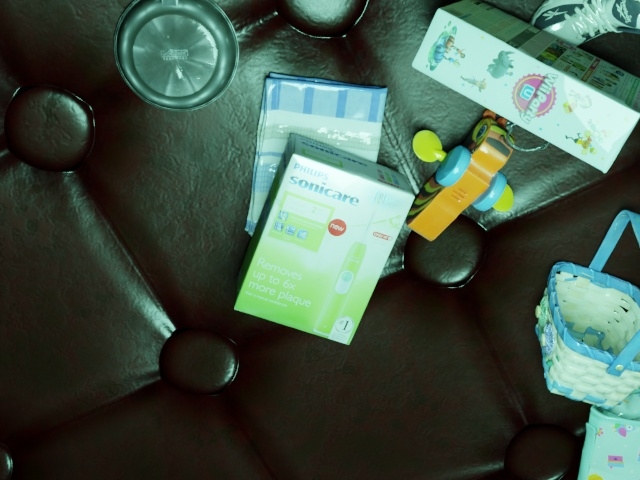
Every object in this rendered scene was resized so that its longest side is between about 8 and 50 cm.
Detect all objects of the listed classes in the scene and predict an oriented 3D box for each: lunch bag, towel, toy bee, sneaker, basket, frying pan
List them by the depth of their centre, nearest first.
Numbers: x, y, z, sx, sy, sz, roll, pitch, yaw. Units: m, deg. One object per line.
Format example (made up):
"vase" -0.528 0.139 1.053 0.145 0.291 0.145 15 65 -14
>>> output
"sneaker" 0.425 -0.343 1.278 0.234 0.153 0.094 -27 111 9
"frying pan" -0.205 -0.350 1.311 0.197 0.053 0.326 18 115 -11
"toy bee" 0.264 -0.127 1.386 0.298 0.162 0.195 -20 124 33
"towel" -0.009 -0.128 1.419 0.209 0.034 0.285 6 113 -6
"basket" 0.484 0.124 1.429 0.201 0.255 0.289 20 123 -8
"lunch bag" 0.613 0.399 1.606 0.262 0.160 0.224 -1 114 -8

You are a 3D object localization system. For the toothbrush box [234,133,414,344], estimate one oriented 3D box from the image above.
"toothbrush box" 0.000 0.000 1.390 0.206 0.122 0.283 19 109 -11

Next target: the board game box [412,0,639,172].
"board game box" 0.309 -0.236 1.222 0.303 0.224 0.098 30 119 12
